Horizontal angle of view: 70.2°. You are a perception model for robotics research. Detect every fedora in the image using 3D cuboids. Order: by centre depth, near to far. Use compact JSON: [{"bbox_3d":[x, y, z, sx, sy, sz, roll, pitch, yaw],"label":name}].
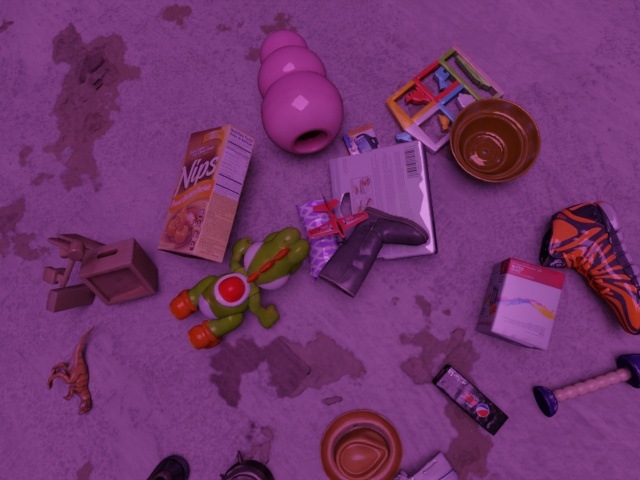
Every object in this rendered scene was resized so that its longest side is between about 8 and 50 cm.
[{"bbox_3d":[0.093,0.485,1.033,0.194,0.079,0.195,0,79,3],"label":"fedora"}]

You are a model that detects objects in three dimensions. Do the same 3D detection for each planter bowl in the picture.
[{"bbox_3d":[0.424,-0.236,1.141,0.216,0.090,0.218,-1,79,4],"label":"planter bowl"}]

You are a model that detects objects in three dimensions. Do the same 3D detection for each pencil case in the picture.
[{"bbox_3d":[0.000,0.000,1.127,0.088,0.086,0.206,-14,77,12],"label":"pencil case"}]

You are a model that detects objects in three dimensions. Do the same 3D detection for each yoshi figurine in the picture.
[{"bbox_3d":[-0.169,0.098,1.102,0.362,0.203,0.203,-36,39,10],"label":"yoshi figurine"}]

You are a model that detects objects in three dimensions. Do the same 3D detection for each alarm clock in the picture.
[{"bbox_3d":[-0.155,0.591,1.040,0.192,0.064,0.129,40,84,6],"label":"alarm clock"}]

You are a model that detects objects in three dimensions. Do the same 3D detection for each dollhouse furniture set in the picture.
[{"bbox_3d":[-0.636,0.075,1.135,0.123,0.144,0.151,18,99,17],"label":"dollhouse furniture set"}]

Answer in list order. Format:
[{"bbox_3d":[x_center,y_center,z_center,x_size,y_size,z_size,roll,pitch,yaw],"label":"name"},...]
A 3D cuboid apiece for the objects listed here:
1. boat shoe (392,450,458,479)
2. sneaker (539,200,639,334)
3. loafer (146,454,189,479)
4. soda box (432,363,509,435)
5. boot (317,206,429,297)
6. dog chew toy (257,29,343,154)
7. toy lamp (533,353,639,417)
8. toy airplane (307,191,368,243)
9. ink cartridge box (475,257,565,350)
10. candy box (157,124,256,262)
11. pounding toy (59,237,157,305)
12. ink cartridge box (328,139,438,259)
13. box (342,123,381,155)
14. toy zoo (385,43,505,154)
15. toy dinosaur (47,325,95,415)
[{"bbox_3d":[0.195,0.555,1.023,0.226,0.083,0.076,-24,68,-13],"label":"boat shoe"},{"bbox_3d":[0.625,0.073,1.069,0.179,0.125,0.322,-12,68,5],"label":"sneaker"},{"bbox_3d":[-0.413,0.636,1.027,0.109,0.095,0.303,29,82,8],"label":"loafer"},{"bbox_3d":[0.344,0.366,1.053,0.169,0.053,0.060,42,85,10],"label":"soda box"},{"bbox_3d":[0.119,0.035,1.030,0.189,0.076,0.209,20,62,33],"label":"boot"},{"bbox_3d":[-0.067,-0.388,1.150,0.206,0.207,0.332,-17,71,0],"label":"dog chew toy"},{"bbox_3d":[0.631,0.322,1.032,0.274,0.080,0.080,-19,79,-1],"label":"toy lamp"},{"bbox_3d":[0.029,-0.050,1.065,0.151,0.028,0.151,-1,57,2],"label":"toy airplane"},{"bbox_3d":[0.456,0.148,1.049,0.127,0.128,0.176,18,81,7],"label":"ink cartridge box"},{"bbox_3d":[-0.281,-0.113,1.117,0.182,0.087,0.317,4,78,44],"label":"candy box"},{"bbox_3d":[-0.521,0.056,1.082,0.180,0.206,0.094,-15,48,1],"label":"pounding toy"},{"bbox_3d":[0.154,-0.089,1.134,0.238,0.060,0.276,-8,86,23],"label":"ink cartridge box"},{"bbox_3d":[0.118,-0.227,1.190,0.081,0.028,0.136,-21,77,-1],"label":"box"},{"bbox_3d":[0.310,-0.359,1.201,0.293,0.030,0.192,-39,80,-4],"label":"toy zoo"},{"bbox_3d":[-0.605,0.319,1.124,0.112,0.064,0.212,-4,88,-16],"label":"toy dinosaur"}]
